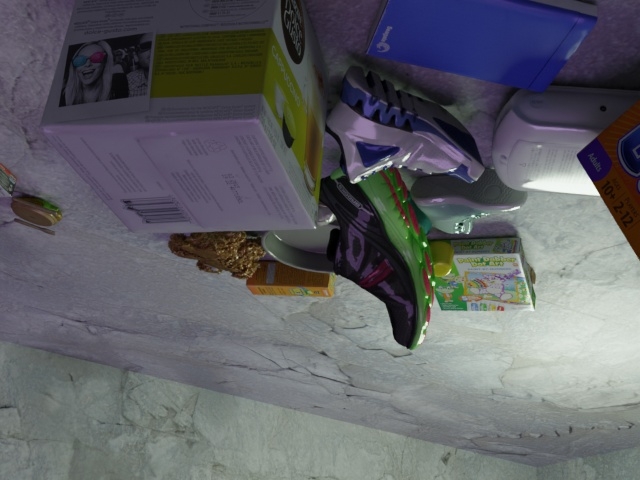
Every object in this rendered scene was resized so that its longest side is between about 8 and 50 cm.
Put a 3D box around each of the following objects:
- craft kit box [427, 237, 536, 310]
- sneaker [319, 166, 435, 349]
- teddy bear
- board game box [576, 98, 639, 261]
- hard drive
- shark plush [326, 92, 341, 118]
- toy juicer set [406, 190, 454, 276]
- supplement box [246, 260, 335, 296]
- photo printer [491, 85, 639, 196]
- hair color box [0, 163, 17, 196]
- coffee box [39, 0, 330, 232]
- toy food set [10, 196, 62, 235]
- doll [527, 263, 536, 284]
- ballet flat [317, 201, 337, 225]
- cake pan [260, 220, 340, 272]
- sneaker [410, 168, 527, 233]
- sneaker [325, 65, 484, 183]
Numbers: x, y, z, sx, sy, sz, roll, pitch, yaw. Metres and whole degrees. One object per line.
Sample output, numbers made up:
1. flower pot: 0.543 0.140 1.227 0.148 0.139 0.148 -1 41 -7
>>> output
1. craft kit box: 0.397 0.089 2.265 0.250 0.061 0.247 -2 138 23
2. sneaker: 0.125 0.032 1.981 0.202 0.185 0.483 -11 118 21
3. teddy bear: -0.257 0.015 2.320 0.245 0.113 0.338 5 163 23
4. board game box: 0.701 -0.067 1.413 0.356 0.356 0.356 26 123 -34
5. hard drive: 0.252 -0.340 1.467 0.318 0.040 0.210 11 155 -7
6. shark plush: 0.043 -0.230 1.728 0.073 0.067 0.161 -4 153 22
7. toy juicer set: 0.157 -0.025 2.090 0.209 0.089 0.329 -20 129 23
8. supplement box: -0.080 0.105 2.469 0.233 0.080 0.078 -1 156 13
9. photo printer: 0.473 -0.179 1.669 0.307 0.107 0.256 5 154 8
10. hair color box: -0.829 -0.147 2.171 0.167 0.053 0.093 1 153 17
11. coffee box: -0.191 -0.233 1.472 0.338 0.334 0.337 -1 153 14
12. toy food set: -0.730 -0.075 2.326 0.132 0.038 0.192 21 158 -11
13. doll: 0.459 0.103 2.348 0.189 0.046 0.129 -9 149 31
14. ballet flat: -0.024 -0.071 2.071 0.248 0.086 0.086 5 155 4
15. cake pan: 0.000 0.000 2.248 0.293 0.054 0.293 6 155 3
16. sneaker: 0.336 -0.076 1.941 0.256 0.094 0.151 3 151 33
17. sneaker: 0.132 -0.179 1.680 0.315 0.127 0.182 26 124 -22
